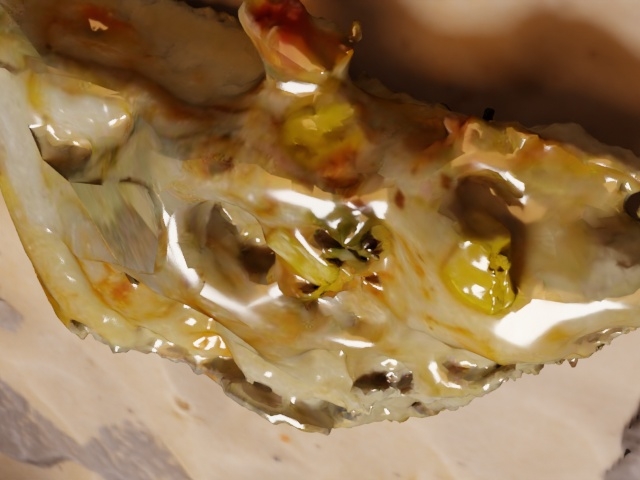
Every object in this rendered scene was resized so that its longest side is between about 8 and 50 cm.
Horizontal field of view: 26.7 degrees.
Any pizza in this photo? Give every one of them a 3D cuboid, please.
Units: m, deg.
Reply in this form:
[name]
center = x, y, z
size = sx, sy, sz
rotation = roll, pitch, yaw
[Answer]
[pizza]
center = 0.000, 0.000, 0.484
size = 0.297, 0.071, 0.189
rotation = 16, 128, 21
